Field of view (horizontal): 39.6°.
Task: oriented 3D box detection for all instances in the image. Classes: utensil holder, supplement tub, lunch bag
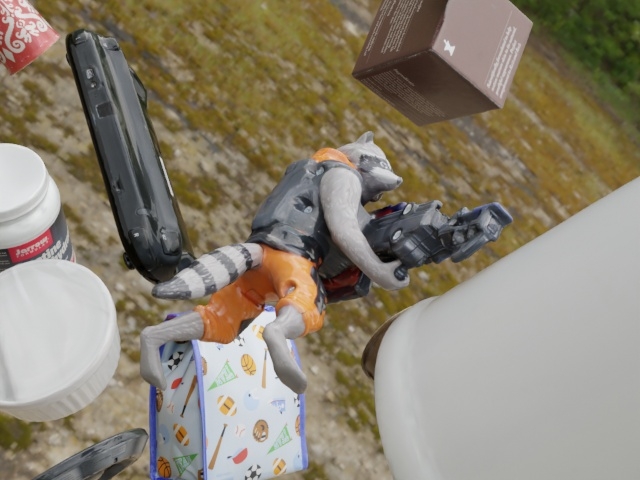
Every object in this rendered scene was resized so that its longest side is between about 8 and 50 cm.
[{"bbox_3d":[0.293,0.112,0.770,0.327,0.385,0.328,33,37,-29],"label":"utensil holder"},{"bbox_3d":[-0.561,-0.022,1.618,0.191,0.272,0.191,2,50,-2],"label":"supplement tub"},{"bbox_3d":[-0.214,0.344,2.020,0.327,0.238,0.386,-1,89,-48],"label":"lunch bag"}]

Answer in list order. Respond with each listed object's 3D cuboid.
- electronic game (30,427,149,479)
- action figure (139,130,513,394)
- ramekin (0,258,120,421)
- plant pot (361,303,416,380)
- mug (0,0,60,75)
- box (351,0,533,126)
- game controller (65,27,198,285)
[{"bbox_3d":[-0.340,0.322,1.216,0.048,0.229,0.229,58,26,11],"label":"electronic game"},{"bbox_3d":[0.000,0.000,0.877,0.178,0.341,0.330,51,47,-17],"label":"action figure"},{"bbox_3d":[-0.460,0.174,1.476,0.127,0.272,0.273,79,-15,-56],"label":"ramekin"},{"bbox_3d":[0.165,0.198,1.217,0.167,0.167,0.165,21,28,-44],"label":"plant pot"},{"bbox_3d":[-0.558,-0.373,1.520,0.169,0.150,0.113,53,-17,-25],"label":"mug"},{"bbox_3d":[0.192,-0.305,1.423,0.167,0.203,0.169,33,71,-29],"label":"box"},{"bbox_3d":[-0.210,-0.087,1.007,0.166,0.067,0.319,74,-4,-68],"label":"game controller"}]
